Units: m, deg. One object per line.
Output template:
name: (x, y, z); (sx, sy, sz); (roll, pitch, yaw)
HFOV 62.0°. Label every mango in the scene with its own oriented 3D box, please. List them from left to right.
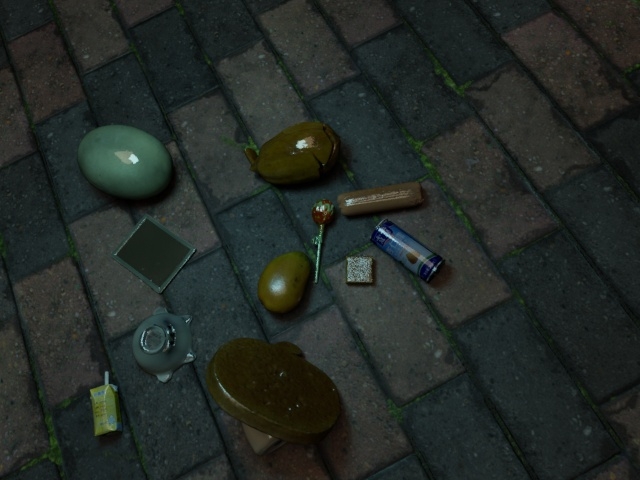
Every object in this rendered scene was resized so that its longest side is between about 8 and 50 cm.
mango: (-0.118, 0.129, 1.712); (0.152, 0.120, 0.220); (13, 65, 10)

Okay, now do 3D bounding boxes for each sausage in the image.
sausage: (0.200, -0.138, 1.782); (0.289, 0.086, 0.086); (-9, 68, 4)

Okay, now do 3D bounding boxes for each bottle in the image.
bottle: (-0.181, 0.492, 1.566); (0.148, 0.147, 0.236); (-35, 67, -5)

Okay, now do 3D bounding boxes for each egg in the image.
egg: (-0.688, -0.277, 1.879); (0.353, 0.258, 0.258); (22, 74, 18)

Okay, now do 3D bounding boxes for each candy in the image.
candy: (-0.001, 0.000, 1.780); (0.078, 0.084, 0.287); (3, 80, 13)

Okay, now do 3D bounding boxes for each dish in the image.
dish: (-0.513, 0.318, 1.715); (0.228, 0.086, 0.236); (-34, 69, -5)

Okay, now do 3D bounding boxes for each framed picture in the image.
framed picture: (-0.587, 0.043, 1.870); (0.252, 0.014, 0.197); (33, 77, 18)

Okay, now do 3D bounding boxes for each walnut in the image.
walnut: (-0.091, -0.289, 1.830); (0.337, 0.209, 0.208); (-16, 67, 16)

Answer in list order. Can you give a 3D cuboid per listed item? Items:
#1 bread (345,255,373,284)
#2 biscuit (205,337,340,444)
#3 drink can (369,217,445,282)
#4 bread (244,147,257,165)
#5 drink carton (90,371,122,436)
bread: (0.127, 0.096, 1.731); (0.090, 0.035, 0.094); (-1, 70, 9)
biscuit: (-0.128, 0.416, 1.527); (0.395, 0.350, 0.070); (29, 116, -1)
drink can: (0.277, 0.032, 1.701); (0.235, 0.097, 0.097); (38, 79, 18)
bread: (-0.245, -0.295, 1.933); (0.036, 0.047, 0.083); (-42, 64, 25)
drink carton: (-0.675, 0.506, 1.675); (0.084, 0.074, 0.199); (-17, 69, 1)
